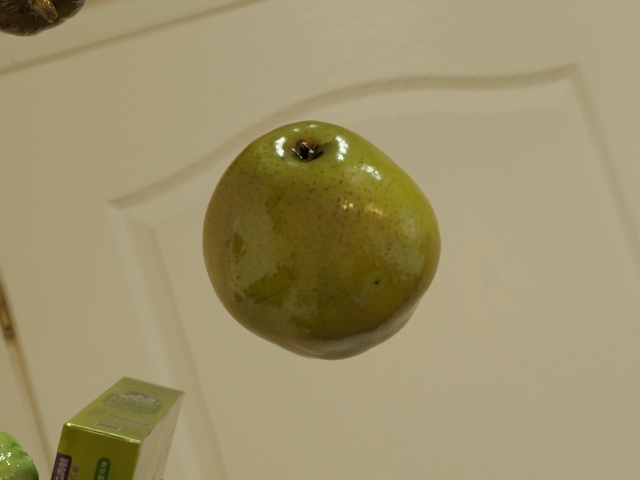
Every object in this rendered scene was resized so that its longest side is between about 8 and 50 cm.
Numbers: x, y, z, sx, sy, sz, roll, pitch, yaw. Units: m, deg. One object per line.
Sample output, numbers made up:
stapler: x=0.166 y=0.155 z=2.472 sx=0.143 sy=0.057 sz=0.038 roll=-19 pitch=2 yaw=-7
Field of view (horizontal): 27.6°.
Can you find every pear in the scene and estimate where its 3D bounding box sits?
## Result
pear: x=0.000 y=0.000 z=1.560 sx=0.294 sy=0.294 sz=0.294 roll=-17 pitch=-8 yaw=-3

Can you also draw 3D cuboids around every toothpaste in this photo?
toothpaste: x=-0.202 y=0.217 z=1.306 sx=0.077 sy=0.110 sz=0.327 roll=12 pitch=2 yaw=1

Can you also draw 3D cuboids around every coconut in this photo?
coconut: x=-0.300 y=0.214 z=1.172 sx=0.088 sy=0.096 sz=0.088 roll=-41 pitch=-26 yaw=-25

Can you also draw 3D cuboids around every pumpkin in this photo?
pumpkin: x=-0.448 y=-0.397 z=1.996 sx=0.219 sy=0.162 sz=0.219 roll=-24 pitch=-22 yaw=-10
